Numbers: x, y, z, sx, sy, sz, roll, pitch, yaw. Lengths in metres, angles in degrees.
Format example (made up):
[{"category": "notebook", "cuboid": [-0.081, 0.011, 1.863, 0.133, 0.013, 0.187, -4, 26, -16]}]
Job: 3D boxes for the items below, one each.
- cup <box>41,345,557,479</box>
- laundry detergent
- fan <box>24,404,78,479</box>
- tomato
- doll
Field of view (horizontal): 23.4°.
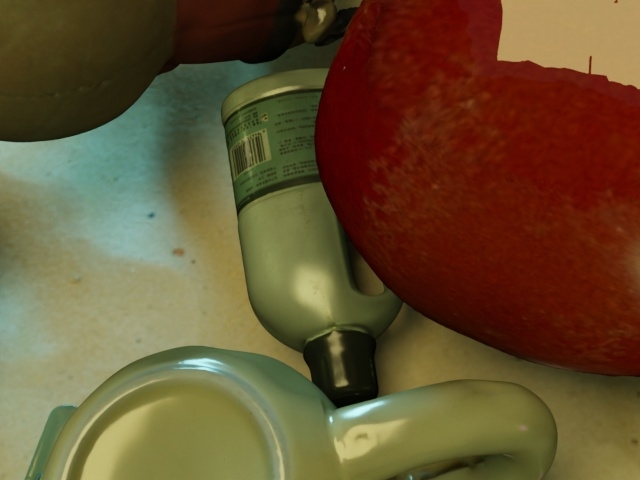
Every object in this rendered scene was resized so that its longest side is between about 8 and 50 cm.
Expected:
[{"category": "cup", "cuboid": [-0.006, 0.159, 0.828, 0.255, 0.202, 0.173, 0, 68, 19]}, {"category": "laundry detergent", "cuboid": [0.000, 0.000, 0.962, 0.099, 0.070, 0.225, -5, 59, -10]}, {"category": "fan", "cuboid": [-0.194, 0.194, 0.984, 0.038, 0.016, 0.193, 18, 74, 23]}, {"category": "tomato", "cuboid": [0.157, -0.092, 0.833, 0.293, 0.290, 0.325, 30, 78, 20]}, {"category": "doll", "cuboid": [-0.115, -0.160, 0.970, 0.330, 0.235, 0.174, -20, 62, -26]}]
